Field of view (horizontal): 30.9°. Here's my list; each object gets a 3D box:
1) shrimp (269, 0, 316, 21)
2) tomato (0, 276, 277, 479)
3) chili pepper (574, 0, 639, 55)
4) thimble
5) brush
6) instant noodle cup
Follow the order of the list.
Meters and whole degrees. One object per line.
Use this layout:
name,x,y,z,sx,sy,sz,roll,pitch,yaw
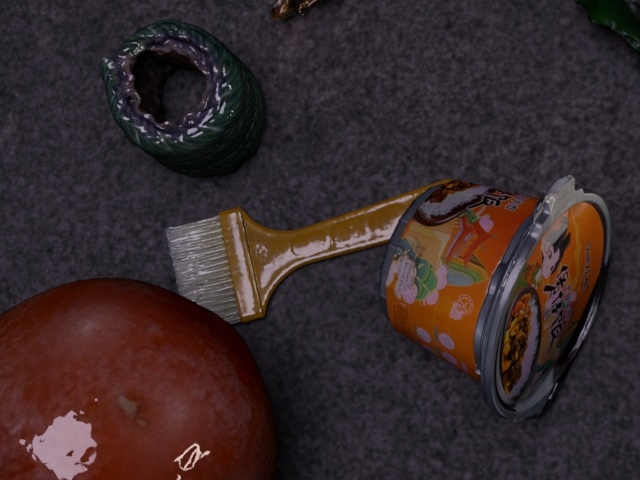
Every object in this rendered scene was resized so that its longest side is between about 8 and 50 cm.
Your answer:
shrimp,-0.001,-0.283,1.045,0.178,0.034,0.124,-42,68,2
tomato,-0.154,0.152,0.880,0.264,0.265,0.265,-3,78,15
chili pepper,0.298,-0.155,0.918,0.216,0.062,0.108,31,88,21
thimble,-0.118,-0.125,1.015,0.118,0.090,0.135,-39,69,3
brush,0.000,0.000,0.995,0.272,0.013,0.103,-17,75,11
instant noodle cup,0.126,0.029,0.883,0.125,0.177,0.208,23,117,34
